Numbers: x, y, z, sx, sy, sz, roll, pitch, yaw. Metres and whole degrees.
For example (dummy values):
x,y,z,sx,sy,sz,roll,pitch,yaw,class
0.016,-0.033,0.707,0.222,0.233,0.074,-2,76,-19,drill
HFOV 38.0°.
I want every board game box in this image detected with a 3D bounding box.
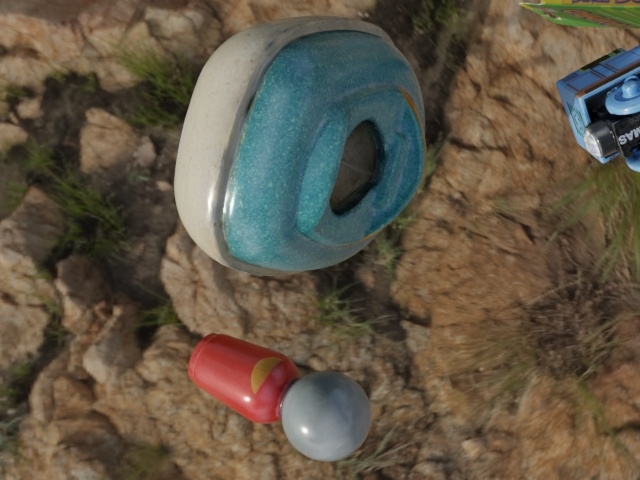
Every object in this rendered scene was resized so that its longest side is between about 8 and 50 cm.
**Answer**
x,y,z,sx,sy,sz,roll,pitch,yaw,class
0.323,-0.213,0.843,0.260,0.124,0.039,7,96,31,board game box

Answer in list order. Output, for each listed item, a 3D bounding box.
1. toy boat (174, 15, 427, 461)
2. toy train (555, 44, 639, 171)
x,y,z,sx,sy,sz,roll,pitch,yaw,class
0.000,0.000,0.680,0.148,0.267,0.318,22,108,24,toy boat
0.282,-0.125,0.730,0.184,0.105,0.080,-28,118,3,toy train
